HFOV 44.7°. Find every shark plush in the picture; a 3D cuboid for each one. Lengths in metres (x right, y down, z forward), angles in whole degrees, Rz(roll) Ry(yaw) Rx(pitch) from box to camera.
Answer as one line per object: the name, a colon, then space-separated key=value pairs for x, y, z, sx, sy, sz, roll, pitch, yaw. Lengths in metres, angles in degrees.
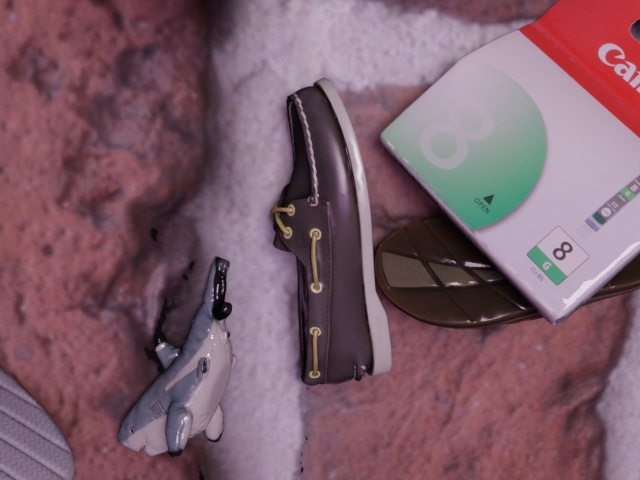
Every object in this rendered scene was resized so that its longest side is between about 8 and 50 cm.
shark plush: x=-0.105 y=0.092 z=0.589 sx=0.067 sy=0.073 sz=0.161 roll=21 pitch=105 yaw=20

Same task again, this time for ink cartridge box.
ink cartridge box: x=0.183 y=-0.081 z=0.545 sx=0.224 sy=0.056 sz=0.181 roll=-43 pitch=72 yaw=5

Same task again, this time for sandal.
sandal: x=0.150 y=0.024 z=0.599 sx=0.219 sy=0.060 sz=0.090 roll=-9 pitch=63 yaw=-9

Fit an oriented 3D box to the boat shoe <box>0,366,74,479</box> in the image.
boat shoe: x=-0.337 y=0.121 z=0.547 sx=0.335 sy=0.121 sz=0.119 roll=28 pitch=105 yaw=0

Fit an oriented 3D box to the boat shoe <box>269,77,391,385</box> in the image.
boat shoe: x=0.000 y=0.000 z=0.566 sx=0.068 sy=0.081 sz=0.228 roll=-13 pitch=105 yaw=-8
